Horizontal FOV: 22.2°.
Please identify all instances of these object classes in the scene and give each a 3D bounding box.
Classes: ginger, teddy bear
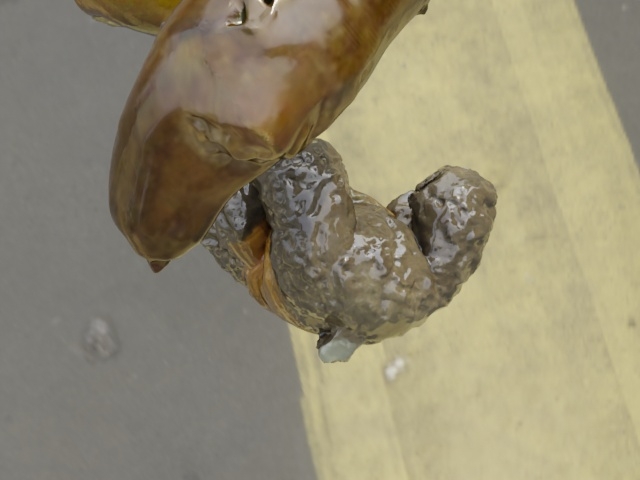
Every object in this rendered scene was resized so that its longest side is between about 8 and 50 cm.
[{"bbox_3d":[-0.006,-0.132,0.836,0.133,0.107,0.309,3,52,46],"label":"ginger"},{"bbox_3d":[0.000,0.000,1.074,0.177,0.190,0.140,7,97,-28],"label":"teddy bear"}]

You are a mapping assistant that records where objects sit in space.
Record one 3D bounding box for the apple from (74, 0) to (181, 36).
[{"bbox_3d":[-0.130,-0.223,1.224,0.163,0.146,0.147,2,85,28],"label":"apple"}]
